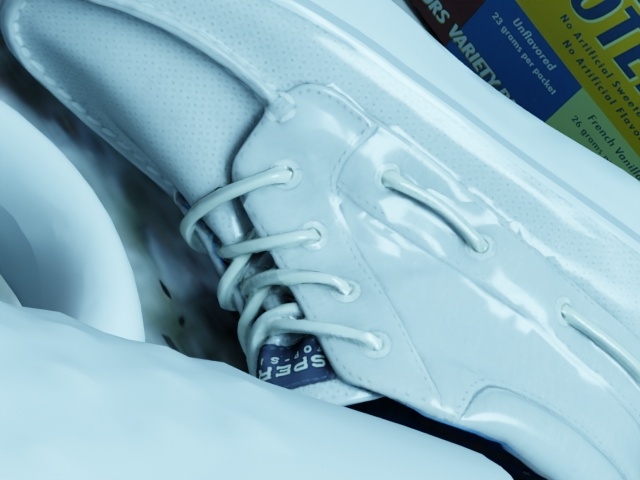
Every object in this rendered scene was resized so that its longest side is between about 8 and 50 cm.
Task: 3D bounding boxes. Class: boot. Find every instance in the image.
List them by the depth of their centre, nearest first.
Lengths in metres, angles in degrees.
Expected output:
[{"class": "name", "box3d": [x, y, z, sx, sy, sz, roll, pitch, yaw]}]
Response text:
[{"class": "boot", "box3d": [0.000, 0.000, 0.599, 0.258, 0.095, 0.123, 28, 52, -11]}]

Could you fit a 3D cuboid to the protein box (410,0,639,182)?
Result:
[{"class": "protein box", "box3d": [0.163, -0.134, 0.671, 0.201, 0.200, 0.136, -33, 83, -32]}]

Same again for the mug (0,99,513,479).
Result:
[{"class": "mug", "box3d": [-0.151, 0.090, 0.401, 0.328, 0.276, 0.374, 17, 49, -10]}]
